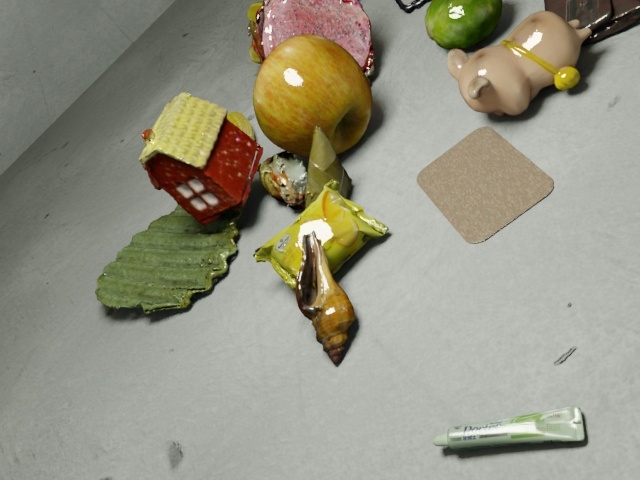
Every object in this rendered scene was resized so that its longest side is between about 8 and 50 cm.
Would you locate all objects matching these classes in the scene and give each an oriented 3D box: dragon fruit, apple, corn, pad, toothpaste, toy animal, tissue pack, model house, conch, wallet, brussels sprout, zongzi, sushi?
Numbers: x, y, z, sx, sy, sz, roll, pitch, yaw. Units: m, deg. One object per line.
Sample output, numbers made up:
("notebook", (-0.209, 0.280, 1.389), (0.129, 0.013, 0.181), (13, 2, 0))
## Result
("dragon fruit", (-0.024, -0.502, 1.748), (0.296, 0.314, 0.263), (-18, 10, -3))
("apple", (-0.012, -0.302, 1.511), (0.264, 0.264, 0.264), (-25, 39, 22))
("corn", (-0.224, -0.289, 1.865), (0.085, 0.063, 0.165), (-31, 38, 0))
("pad", (0.285, -0.107, 1.247), (0.176, 0.002, 0.266), (-37, 36, 7))
("toothpaste", (0.239, 0.248, 0.899), (0.197, 0.029, 0.048), (-16, 43, 27))
("toy animal", (0.374, -0.323, 1.277), (0.248, 0.149, 0.165), (-28, 25, 5))
("tissue pack", (-0.135, -0.602, 2.018), (0.127, 0.178, 0.123), (-13, 19, -35))
("model house", (-0.272, -0.192, 1.526), (0.160, 0.254, 0.196), (-17, 44, 35))
("conch", (0.002, 0.101, 1.209), (0.086, 0.080, 0.233), (-20, 60, -16))
("wallet", (0.527, -0.467, 1.362), (0.182, 0.049, 0.229), (-21, 39, 32))
("brussels sprout", (0.306, -0.492, 1.514), (0.180, 0.143, 0.162), (-32, 50, 53))
("zongzi", (-0.001, -0.111, 1.378), (0.078, 0.176, 0.160), (3, 55, 20))
("sushi", (-0.087, -0.147, 1.558), (0.103, 0.097, 0.226), (-45, 35, -4))

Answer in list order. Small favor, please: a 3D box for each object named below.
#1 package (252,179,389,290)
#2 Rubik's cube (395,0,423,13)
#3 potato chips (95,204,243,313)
("package", (0.000, 0.000, 1.307), (0.226, 0.090, 0.168), (-45, 65, -7))
("Rubik's cube", (0.268, -0.870, 1.761), (0.362, 0.363, 0.359), (-22, 36, 32))
("potato chips", (-0.357, 0.022, 1.658), (0.429, 0.070, 0.359), (-2, 50, 40))
